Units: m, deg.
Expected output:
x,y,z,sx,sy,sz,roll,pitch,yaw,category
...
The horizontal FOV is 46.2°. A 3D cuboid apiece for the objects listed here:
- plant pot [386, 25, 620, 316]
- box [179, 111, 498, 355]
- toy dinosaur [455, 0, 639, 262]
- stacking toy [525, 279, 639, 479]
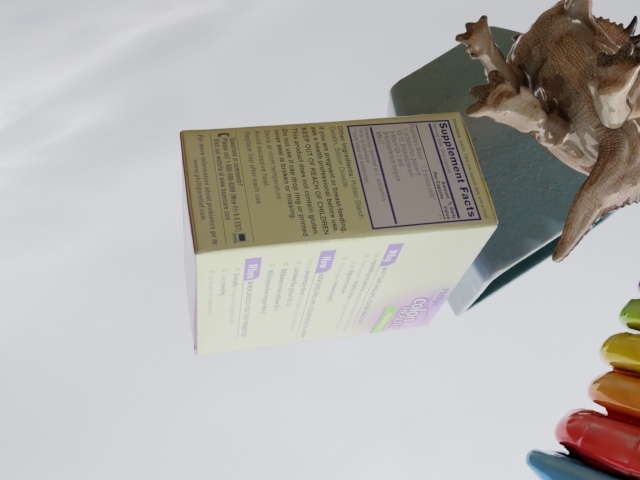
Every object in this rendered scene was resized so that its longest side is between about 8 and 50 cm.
x,y,z,sx,sy,sz,roll,pitch,yaw,category
0.205,-0.095,0.884,0.248,0.252,0.247,-32,166,-5,plant pot
0.000,0.000,0.681,0.243,0.213,0.117,-5,-118,-11,box
0.209,-0.105,0.562,0.127,0.200,0.295,-28,-133,31,toy dinosaur
0.291,0.075,0.583,0.175,0.166,0.302,12,-97,36,stacking toy
